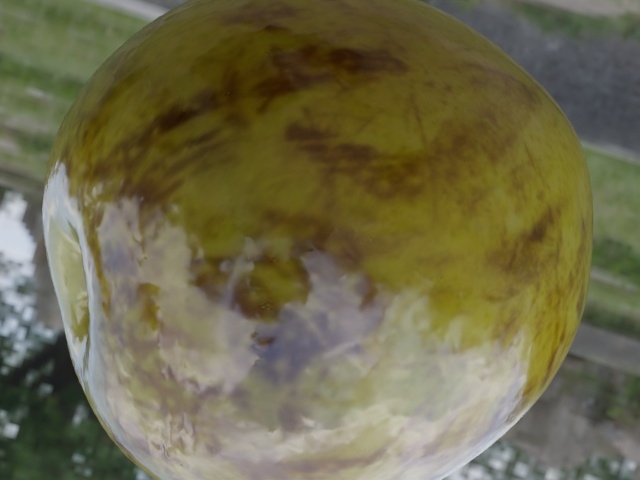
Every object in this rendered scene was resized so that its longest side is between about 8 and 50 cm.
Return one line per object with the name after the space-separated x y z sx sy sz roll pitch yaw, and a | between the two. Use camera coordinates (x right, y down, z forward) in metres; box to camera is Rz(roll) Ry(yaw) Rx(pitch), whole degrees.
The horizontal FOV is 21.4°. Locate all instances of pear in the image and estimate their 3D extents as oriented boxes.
0.000 0.000 0.828 0.281 0.280 0.281 18 -177 -1 | pear
